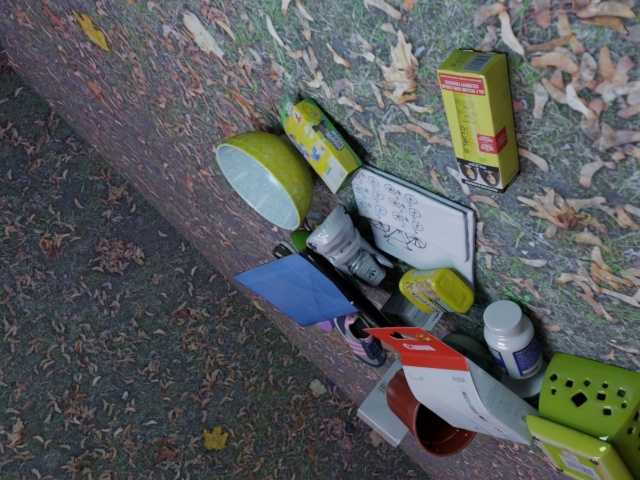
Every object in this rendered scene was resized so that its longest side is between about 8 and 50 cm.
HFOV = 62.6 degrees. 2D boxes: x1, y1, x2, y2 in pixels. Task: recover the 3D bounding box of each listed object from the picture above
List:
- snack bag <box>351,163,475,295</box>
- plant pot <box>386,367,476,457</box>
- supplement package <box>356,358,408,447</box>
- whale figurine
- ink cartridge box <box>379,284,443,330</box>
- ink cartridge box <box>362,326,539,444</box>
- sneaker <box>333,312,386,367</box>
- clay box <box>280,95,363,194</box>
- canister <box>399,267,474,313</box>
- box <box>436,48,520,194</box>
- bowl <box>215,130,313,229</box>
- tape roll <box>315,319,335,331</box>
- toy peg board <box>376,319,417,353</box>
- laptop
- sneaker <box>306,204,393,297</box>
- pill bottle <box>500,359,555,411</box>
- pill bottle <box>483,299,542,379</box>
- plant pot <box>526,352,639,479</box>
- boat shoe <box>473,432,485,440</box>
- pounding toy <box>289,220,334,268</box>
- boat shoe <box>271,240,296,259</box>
[{"bbox_3d":[0.219,-0.019,1.252,0.323,0.037,0.343,29,156,32],"label":"snack bag"},{"bbox_3d":[0.380,0.581,1.873,0.272,0.272,0.265,49,167,-17],"label":"plant pot"},{"bbox_3d":[0.304,0.657,2.128,0.204,0.262,0.145,36,158,18],"label":"supplement package"},{"bbox_3d":[0.444,0.388,1.500,0.272,0.141,0.216,36,159,17],"label":"whale figurine"},{"bbox_3d":[0.263,0.188,1.485,0.062,0.104,0.181,48,159,-19],"label":"ink cartridge box"},{"bbox_3d":[0.299,0.353,1.310,0.384,0.091,0.308,36,160,-12],"label":"ink cartridge box"},{"bbox_3d":[0.175,0.396,2.065,0.319,0.112,0.131,49,162,-21],"label":"sneaker"},{"bbox_3d":[-0.004,-0.223,1.192,0.222,0.053,0.127,53,160,6],"label":"clay box"},{"bbox_3d":[0.283,0.124,1.291,0.126,0.073,0.170,41,163,-9],"label":"canister"},{"bbox_3d":[0.253,-0.180,0.826,0.087,0.058,0.232,26,154,40],"label":"box"},{"bbox_3d":[-0.115,-0.184,1.364,0.289,0.156,0.290,36,159,16],"label":"bowl"},{"bbox_3d":[-0.031,0.255,2.197,0.274,0.090,0.275,37,160,16],"label":"tape roll"},{"bbox_3d":[0.288,0.322,1.785,0.160,0.079,0.161,13,149,25],"label":"toy peg board"},{"bbox_3d":[0.013,0.218,1.526,0.382,0.236,0.408,42,-177,-42],"label":"laptop"},{"bbox_3d":[0.087,0.032,1.380,0.210,0.137,0.366,42,178,6],"label":"sneaker"},{"bbox_3d":[0.573,0.420,1.344,0.246,0.130,0.130,51,158,-23],"label":"pill bottle"},{"bbox_3d":[0.443,0.228,1.222,0.112,0.112,0.187,20,150,46],"label":"pill bottle"},{"bbox_3d":[0.608,0.414,1.155,0.227,0.207,0.228,52,157,-22],"label":"plant pot"},{"bbox_3d":[0.560,0.695,2.036,0.233,0.084,0.079,44,-161,-24],"label":"boat shoe"},{"bbox_3d":[0.000,0.000,1.637,0.183,0.110,0.237,43,-166,-33],"label":"pounding toy"},{"bbox_3d":[-0.093,0.103,2.030,0.228,0.069,0.081,46,160,-10],"label":"boat shoe"}]
